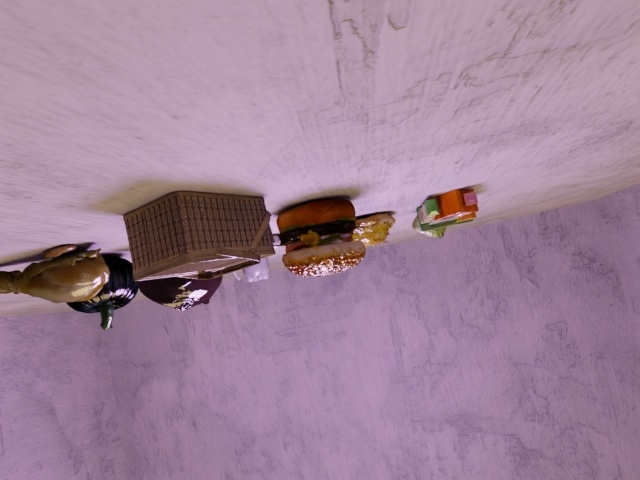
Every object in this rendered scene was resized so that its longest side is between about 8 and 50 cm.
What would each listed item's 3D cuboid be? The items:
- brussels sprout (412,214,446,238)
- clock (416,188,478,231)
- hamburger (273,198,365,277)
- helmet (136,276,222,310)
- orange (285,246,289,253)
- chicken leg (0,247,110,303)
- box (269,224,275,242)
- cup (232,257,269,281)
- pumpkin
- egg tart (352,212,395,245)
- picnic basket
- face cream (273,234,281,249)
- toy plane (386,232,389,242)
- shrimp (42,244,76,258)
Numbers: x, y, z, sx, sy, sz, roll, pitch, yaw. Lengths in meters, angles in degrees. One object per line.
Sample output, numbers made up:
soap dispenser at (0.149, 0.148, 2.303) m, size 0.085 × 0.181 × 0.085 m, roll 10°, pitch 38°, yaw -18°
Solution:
brussels sprout at (0.481, -0.087, 2.104) m, size 0.149 × 0.122 × 0.151 m, roll 1°, pitch -159°, yaw -42°
clock at (0.506, -0.122, 1.887) m, size 0.219 × 0.106 × 0.255 m, roll -12°, pitch 173°, yaw 3°
hamburger at (0.000, 0.000, 1.514) m, size 0.290 × 0.226 × 0.291 m, roll -9°, pitch 175°, yaw -1°
helmet at (-0.458, 0.103, 1.658) m, size 0.177 × 0.225 × 0.305 m, roll -45°, pitch 159°, yaw 23°
orange at (-0.023, 0.023, 1.885) m, size 0.239 × 0.172 × 0.240 m, roll -4°, pitch 174°, yaw 0°
chicken leg at (-0.828, 0.111, 1.408) m, size 0.428 × 0.153 × 0.201 m, roll -4°, pitch 165°, yaw -3°
box at (-0.199, -0.018, 1.628) m, size 0.063 × 0.085 × 0.060 m, roll -25°, pitch 166°, yaw 30°
cup at (-0.328, 0.125, 2.323) m, size 0.134 × 0.142 × 0.173 m, roll -16°, pitch 172°, yaw 35°
pumpkin at (-0.730, 0.178, 1.624) m, size 0.247 × 0.248 × 0.248 m, roll -12°, pitch 173°, yaw -1°
egg tart at (0.187, -0.032, 2.042) m, size 0.294 × 0.116 × 0.295 m, roll -10°, pitch 175°, yaw -1°
picnic basket at (-0.284, -0.001, 1.193) m, size 0.227 × 0.176 × 0.312 m, roll -17°, pitch 172°, yaw 34°
face cream at (-0.146, -0.002, 1.983) m, size 0.092 × 0.058 × 0.243 m, roll -24°, pitch 173°, yaw 42°
toy plane at (0.253, -0.021, 2.455) m, size 0.194 × 0.077 × 0.126 m, roll -6°, pitch 172°, yaw 18°
shrimp at (-0.726, 0.031, 1.346) m, size 0.108 × 0.023 × 0.059 m, roll -14°, pitch -178°, yaw 23°
